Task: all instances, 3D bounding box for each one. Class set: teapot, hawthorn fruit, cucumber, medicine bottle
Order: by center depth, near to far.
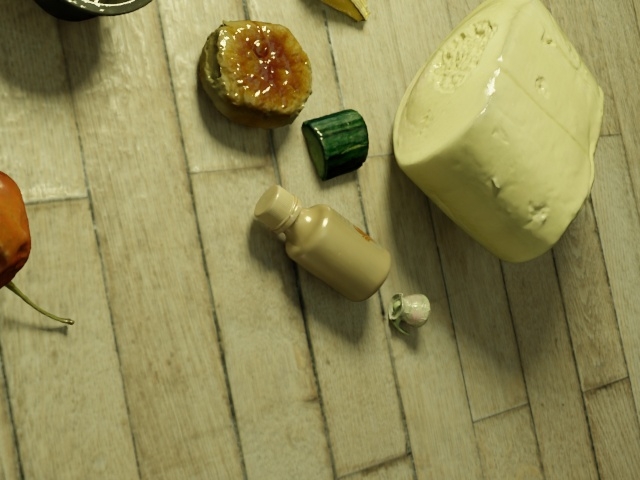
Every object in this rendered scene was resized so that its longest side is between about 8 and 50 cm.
[{"bbox_3d":[-0.447,0.033,1.247,0.165,0.165,0.285,-48,132,-32],"label":"hawthorn fruit"},{"bbox_3d":[0.000,0.000,1.564,0.252,0.114,0.114,36,62,-25],"label":"medicine bottle"},{"bbox_3d":[0.034,-0.179,1.659,0.115,0.062,0.116,-20,91,-33],"label":"cucumber"},{"bbox_3d":[0.160,0.136,1.692,0.064,0.064,0.083,13,105,-26],"label":"teapot"}]

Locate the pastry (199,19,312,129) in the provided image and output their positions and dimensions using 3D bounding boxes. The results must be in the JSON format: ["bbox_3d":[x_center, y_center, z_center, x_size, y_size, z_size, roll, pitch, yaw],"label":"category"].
[{"bbox_3d":[-0.110,-0.282,1.554,0.192,0.093,0.182,0,81,-32],"label":"pastry"}]

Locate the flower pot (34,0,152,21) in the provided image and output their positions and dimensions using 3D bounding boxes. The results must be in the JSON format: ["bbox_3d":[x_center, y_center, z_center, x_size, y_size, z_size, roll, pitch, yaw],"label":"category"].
[{"bbox_3d":[-0.361,-0.423,1.367,0.235,0.148,0.235,8,75,-32],"label":"flower pot"}]

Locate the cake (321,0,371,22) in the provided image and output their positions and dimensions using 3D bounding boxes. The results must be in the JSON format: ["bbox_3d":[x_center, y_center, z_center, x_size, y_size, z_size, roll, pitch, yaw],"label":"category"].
[{"bbox_3d":[0.042,-0.485,1.697,0.185,0.116,0.079,23,66,-25],"label":"cake"}]

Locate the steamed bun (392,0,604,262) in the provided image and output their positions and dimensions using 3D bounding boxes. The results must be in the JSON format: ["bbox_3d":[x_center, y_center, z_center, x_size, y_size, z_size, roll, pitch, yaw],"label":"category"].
[{"bbox_3d":[0.340,-0.211,1.749,0.371,0.290,0.456,43,57,-26],"label":"steamed bun"}]
